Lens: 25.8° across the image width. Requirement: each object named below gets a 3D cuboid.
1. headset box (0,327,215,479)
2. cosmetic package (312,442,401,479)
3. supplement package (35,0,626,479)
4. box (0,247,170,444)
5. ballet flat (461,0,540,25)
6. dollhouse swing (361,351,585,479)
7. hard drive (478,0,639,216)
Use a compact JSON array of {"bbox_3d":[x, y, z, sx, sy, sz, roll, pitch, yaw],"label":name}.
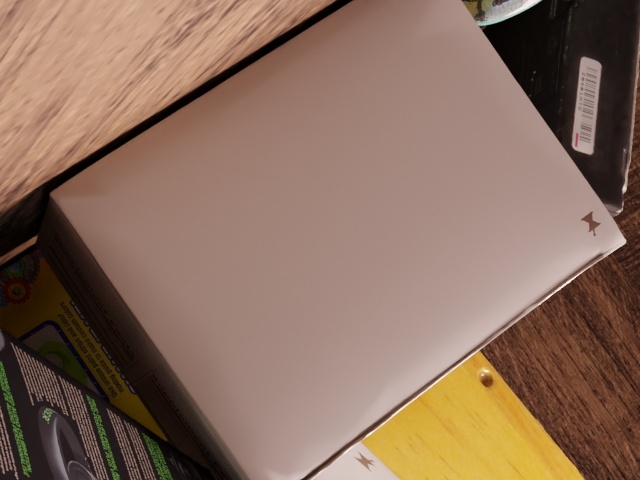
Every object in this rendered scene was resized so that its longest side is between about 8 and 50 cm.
[{"bbox_3d":[-0.191,0.176,0.654,0.246,0.131,0.283,-36,137,8],"label":"headset box"},{"bbox_3d":[-0.045,0.318,0.823,0.365,0.197,0.155,-50,174,14],"label":"cosmetic package"},{"bbox_3d":[0.000,0.000,0.818,0.262,0.204,0.145,-35,180,-18],"label":"supplement package"},{"bbox_3d":[-0.211,0.138,0.979,0.279,0.177,0.290,-34,178,-21],"label":"box"},{"bbox_3d":[0.152,-0.202,0.839,0.188,0.070,0.070,-37,179,-9],"label":"ballet flat"},{"bbox_3d":[-0.016,0.270,1.165,0.305,0.315,0.347,-36,-175,47],"label":"dollhouse swing"},{"bbox_3d":[0.129,-0.085,1.058,0.339,0.064,0.237,142,-39,-63],"label":"hard drive"}]
